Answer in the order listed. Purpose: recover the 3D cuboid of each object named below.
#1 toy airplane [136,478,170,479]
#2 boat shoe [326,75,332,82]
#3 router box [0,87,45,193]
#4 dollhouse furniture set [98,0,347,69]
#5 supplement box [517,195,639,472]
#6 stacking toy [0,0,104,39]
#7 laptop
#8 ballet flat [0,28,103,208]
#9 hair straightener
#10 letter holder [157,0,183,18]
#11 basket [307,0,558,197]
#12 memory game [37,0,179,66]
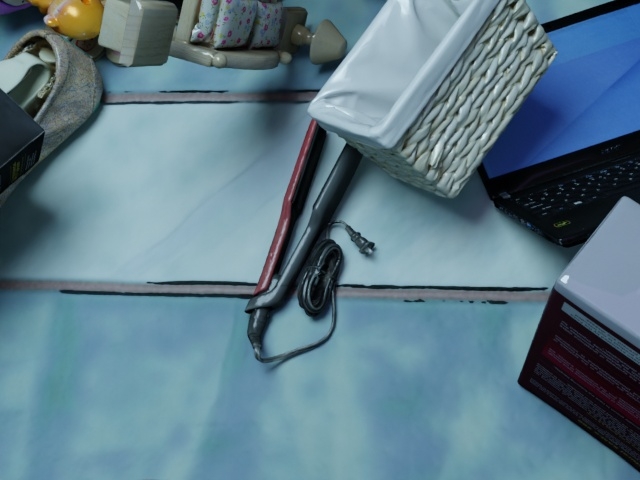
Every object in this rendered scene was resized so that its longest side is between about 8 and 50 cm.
[{"bbox_3d":[-0.241,0.345,0.543,0.386,0.272,0.384,-16,48,40],"label":"toy airplane"},{"bbox_3d":[0.050,-0.163,0.808,0.100,0.035,0.035,-21,67,-2],"label":"boat shoe"},{"bbox_3d":[-0.407,-0.101,0.647,0.309,0.081,0.243,45,65,-5],"label":"router box"},{"bbox_3d":[0.022,-0.273,0.679,0.174,0.355,0.303,21,110,16],"label":"dollhouse furniture set"},{"bbox_3d":[0.213,0.079,0.576,0.130,0.239,0.073,37,75,19],"label":"supplement box"},{"bbox_3d":[-0.315,-0.288,0.840,0.302,0.165,0.175,41,43,12],"label":"stacking toy"},{"bbox_3d":[0.244,-0.116,0.709,0.234,0.264,0.136,-19,103,0],"label":"laptop"},{"bbox_3d":[-0.329,-0.071,0.780,0.108,0.106,0.316,31,75,17],"label":"ballet flat"},{"bbox_3d":[0.000,0.000,0.741,0.089,0.047,0.230,16,71,14],"label":"hair straightener"},{"bbox_3d":[-0.104,-0.382,0.850,0.215,0.152,0.301,23,69,17],"label":"letter holder"},{"bbox_3d":[0.092,-0.129,0.702,0.167,0.103,0.113,-53,34,-4],"label":"basket"},{"bbox_3d":[-0.204,-0.258,0.893,0.186,0.012,0.186,-2,67,6],"label":"memory game"}]
